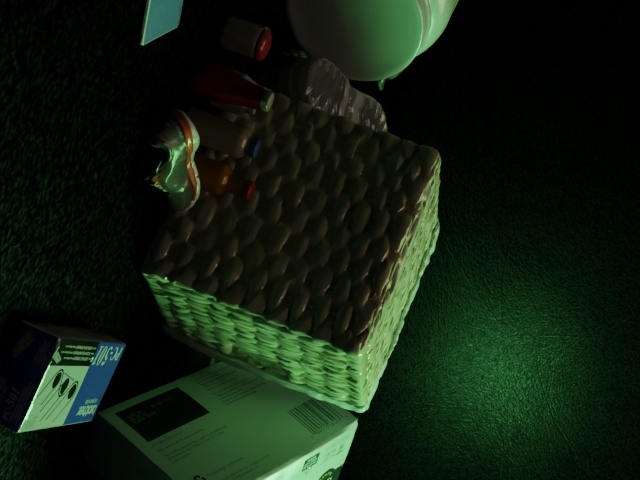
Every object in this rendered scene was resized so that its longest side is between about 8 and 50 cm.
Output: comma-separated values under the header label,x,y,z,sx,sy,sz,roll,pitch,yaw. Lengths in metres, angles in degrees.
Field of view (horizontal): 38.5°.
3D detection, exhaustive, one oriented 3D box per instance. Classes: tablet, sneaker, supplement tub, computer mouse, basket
label,x,y,z,sx,sy,sz,roll,pitch,yaw
tablet,-0.155,-0.228,0.905,0.083,0.006,0.054,-55,164,-59
sneaker,0.010,-0.184,1.351,0.281,0.115,0.105,46,61,-51
supplement tub,0.100,-0.406,1.342,0.235,0.235,0.325,103,11,-48
computer mouse,-0.214,0.230,1.534,0.272,0.072,0.188,-79,180,-48
sneaker,-0.177,-0.082,1.030,0.065,0.061,0.158,-33,154,-27
basket,-0.025,0.008,1.260,0.266,0.328,0.331,89,24,-66

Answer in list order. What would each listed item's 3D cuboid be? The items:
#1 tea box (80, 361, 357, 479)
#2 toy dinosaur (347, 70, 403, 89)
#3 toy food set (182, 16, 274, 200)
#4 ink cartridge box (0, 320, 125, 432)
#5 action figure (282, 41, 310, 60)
label,x,y,z,sx,sy,sz,roll,pitch,yaw
tea box,-0.160,0.377,1.321,0.329,0.220,0.323,-17,133,-49
toy dinosaur,0.059,-0.375,1.665,0.322,0.164,0.218,-52,159,7
toy food set,-0.093,-0.172,1.114,0.111,0.104,0.232,92,20,-67
ink cartridge box,-0.270,0.139,0.945,0.207,0.046,0.097,61,52,-81
action figure,-0.020,-0.182,1.491,0.276,0.141,0.164,100,2,-48
